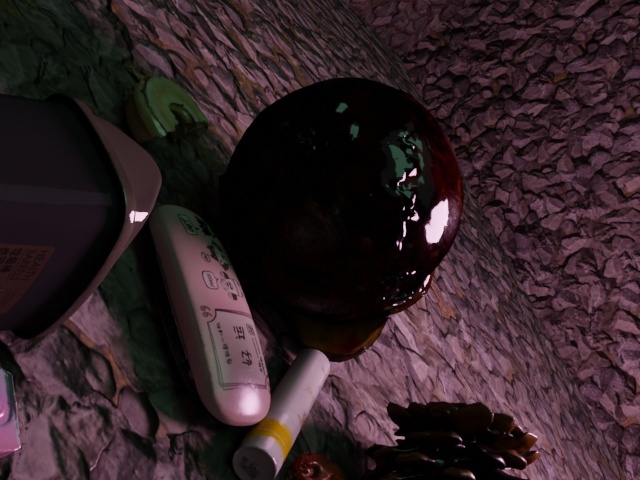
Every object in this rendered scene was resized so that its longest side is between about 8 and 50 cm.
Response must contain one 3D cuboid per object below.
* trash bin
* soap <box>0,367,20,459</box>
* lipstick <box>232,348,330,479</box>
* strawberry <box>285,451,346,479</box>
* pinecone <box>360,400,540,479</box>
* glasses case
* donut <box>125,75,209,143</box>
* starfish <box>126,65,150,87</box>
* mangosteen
[{"bbox_3d":[-0.292,-0.023,0.593,0.290,0.209,0.182,4,48,-56],"label":"trash bin"},{"bbox_3d":[-0.307,0.132,0.546,0.149,0.056,0.100,24,41,-52],"label":"soap"},{"bbox_3d":[-0.044,0.226,0.943,0.059,0.059,0.264,54,21,-5],"label":"lipstick"},{"bbox_3d":[0.010,0.334,0.920,0.152,0.048,0.104,37,32,-31],"label":"strawberry"},{"bbox_3d":[0.175,0.347,0.991,0.264,0.264,0.264,44,25,-27],"label":"pinecone"},{"bbox_3d":[-0.147,0.089,0.899,0.122,0.075,0.314,17,44,-53],"label":"glasses case"},{"bbox_3d":[-0.251,-0.200,1.102,0.108,0.065,0.166,55,23,-1],"label":"donut"},{"bbox_3d":[-0.287,-0.260,1.178,0.092,0.016,0.086,34,31,-31],"label":"starfish"},{"bbox_3d":[0.022,-0.036,1.093,0.381,0.421,0.381,7,40,-6],"label":"mangosteen"}]
